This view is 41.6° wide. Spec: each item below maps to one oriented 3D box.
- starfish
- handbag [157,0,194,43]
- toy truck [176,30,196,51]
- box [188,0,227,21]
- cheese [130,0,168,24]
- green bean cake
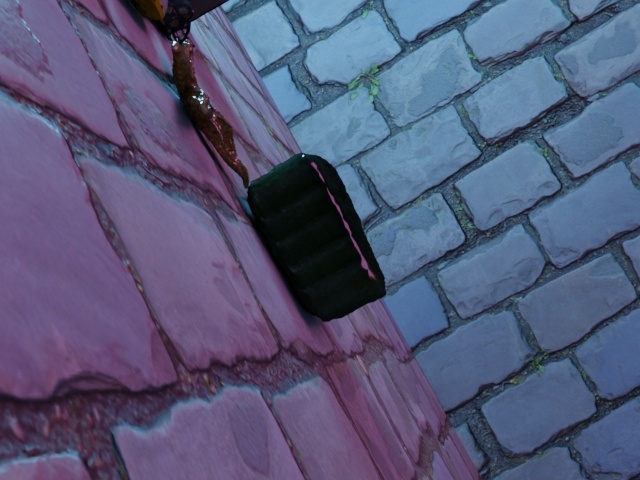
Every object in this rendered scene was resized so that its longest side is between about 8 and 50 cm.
[{"bbox_3d":[-0.212,-0.239,1.487,0.302,0.060,0.299,62,5,-82],"label":"starfish"},{"bbox_3d":[-0.307,-0.462,1.752,0.115,0.072,0.139,58,-11,18],"label":"handbag"},{"bbox_3d":[-0.304,-0.443,1.875,0.032,0.024,0.083,25,-19,43],"label":"toy truck"},{"bbox_3d":[-0.328,-0.679,2.073,0.153,0.188,0.252,64,9,9],"label":"box"},{"bbox_3d":[-0.329,-0.465,1.565,0.157,0.064,0.250,61,-7,-8],"label":"cheese"},{"bbox_3d":[0.000,0.000,1.635,0.308,0.169,0.300,62,7,6],"label":"green bean cake"}]
